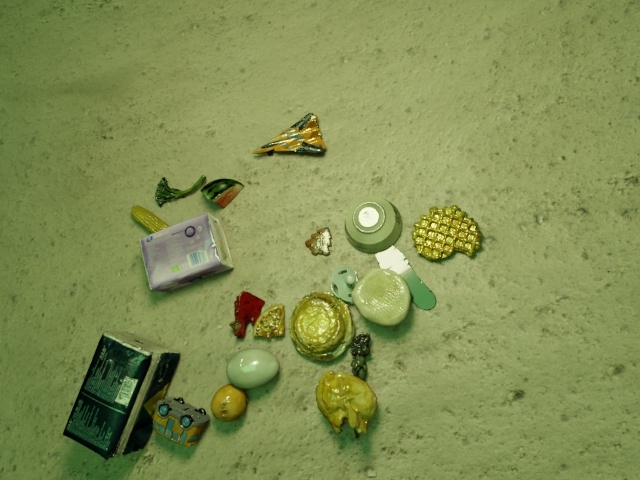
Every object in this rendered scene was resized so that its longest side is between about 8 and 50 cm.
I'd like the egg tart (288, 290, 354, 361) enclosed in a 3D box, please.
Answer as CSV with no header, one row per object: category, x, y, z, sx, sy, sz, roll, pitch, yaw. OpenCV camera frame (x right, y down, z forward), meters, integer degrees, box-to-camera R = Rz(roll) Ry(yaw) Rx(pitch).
egg tart,-0.003,0.331,1.796,0.278,0.095,0.279,-3,76,14

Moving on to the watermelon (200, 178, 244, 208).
watermelon,-0.443,-0.216,2.006,0.193,0.145,0.137,-7,80,11

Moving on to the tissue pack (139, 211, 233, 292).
tissue pack,-0.568,0.058,1.958,0.338,0.160,0.242,-20,74,8

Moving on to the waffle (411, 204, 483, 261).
waffle,0.482,-0.016,1.791,0.253,0.056,0.249,-37,71,0

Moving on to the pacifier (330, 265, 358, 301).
pacifier,0.103,0.163,1.799,0.126,0.116,0.150,-13,72,-11

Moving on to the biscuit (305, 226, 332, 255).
biscuit,0.000,0.000,1.915,0.119,0.019,0.130,24,82,17

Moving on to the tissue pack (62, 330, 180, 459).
tissue pack,-0.775,0.596,1.822,0.264,0.253,0.417,16,81,15

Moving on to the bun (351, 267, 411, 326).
bun,0.230,0.217,1.742,0.231,0.133,0.231,1,67,-3

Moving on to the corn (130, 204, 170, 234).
corn,-0.764,-0.081,2.081,0.231,0.080,0.080,31,85,20

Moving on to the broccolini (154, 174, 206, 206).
broccolini,-0.638,-0.255,2.101,0.271,0.062,0.123,-22,88,13

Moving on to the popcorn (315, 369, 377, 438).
popcorn,0.097,0.579,1.670,0.190,0.191,0.254,-23,73,-25

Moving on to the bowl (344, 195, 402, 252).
bowl,0.200,-0.075,1.831,0.237,0.126,0.238,-3,76,13

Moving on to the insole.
insole,0.327,0.139,1.814,0.111,0.007,0.328,-40,71,2

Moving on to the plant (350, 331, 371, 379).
plant,0.150,0.433,1.747,0.085,0.087,0.174,-3,77,48

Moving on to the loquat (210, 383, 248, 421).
loquat,-0.351,0.625,1.782,0.141,0.141,0.141,-3,76,12

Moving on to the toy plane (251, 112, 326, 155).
toy plane,-0.144,-0.422,2.016,0.316,0.103,0.204,-19,71,15

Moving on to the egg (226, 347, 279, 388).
egg,-0.260,0.491,1.785,0.209,0.151,0.151,-11,74,8

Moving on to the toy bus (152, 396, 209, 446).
toy bus,-0.552,0.713,1.814,0.209,0.126,0.136,19,90,16

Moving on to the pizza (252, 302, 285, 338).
pizza,-0.191,0.335,1.863,0.134,0.046,0.175,33,85,18

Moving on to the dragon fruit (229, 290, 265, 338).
dragon fruit,-0.314,0.306,1.900,0.092,0.122,0.192,0,77,54
